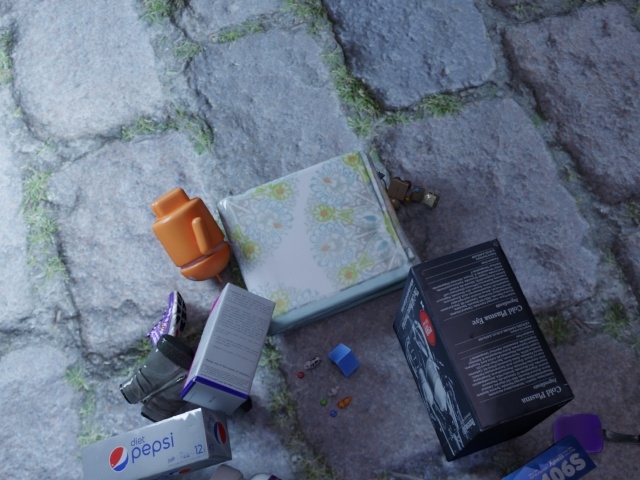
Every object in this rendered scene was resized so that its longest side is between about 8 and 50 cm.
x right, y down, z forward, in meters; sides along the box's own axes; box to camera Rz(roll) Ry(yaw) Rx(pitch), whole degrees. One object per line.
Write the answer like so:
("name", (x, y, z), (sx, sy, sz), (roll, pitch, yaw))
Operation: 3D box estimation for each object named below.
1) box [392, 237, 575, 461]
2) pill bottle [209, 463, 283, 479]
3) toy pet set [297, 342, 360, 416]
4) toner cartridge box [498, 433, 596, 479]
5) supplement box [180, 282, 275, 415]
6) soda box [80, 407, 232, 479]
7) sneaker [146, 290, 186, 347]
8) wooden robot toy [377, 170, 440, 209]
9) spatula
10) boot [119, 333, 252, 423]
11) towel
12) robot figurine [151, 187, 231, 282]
("box", (0.287, 0.221, 1.442), (0.178, 0.343, 0.313), (-18, 66, -9))
("pill bottle", (-0.078, 0.538, 1.404), (0.301, 0.169, 0.169), (24, 69, 11))
("toy pet set", (0.028, 0.280, 1.572), (0.114, 0.065, 0.122), (-40, 71, -15))
("toner cartridge box", (0.335, 0.495, 1.418), (0.347, 0.165, 0.075), (-29, 67, -12))
("supplement box", (-0.181, 0.214, 1.493), (0.113, 0.111, 0.220), (23, 55, -13))
("soda box", (-0.316, 0.409, 1.452), (0.286, 0.091, 0.098), (-22, 65, 17))
("sneaker", (-0.335, 0.187, 1.622), (0.071, 0.068, 0.170), (6, 67, 10))
("wooden robot toy", (0.184, -0.101, 1.753), (0.173, 0.076, 0.079), (23, 104, 11))
("spatula", (0.623, 0.397, 1.527), (0.296, 0.030, 0.084), (4, 58, 2))
("boot", (-0.276, 0.320, 1.559), (0.246, 0.083, 0.161), (36, 94, -3))
("towel", (0.000, 0.000, 1.660), (0.374, 0.090, 0.321), (-21, 76, -8))
("robot figurine", (-0.277, -0.005, 1.634), (0.219, 0.158, 0.128), (59, 33, -12))
